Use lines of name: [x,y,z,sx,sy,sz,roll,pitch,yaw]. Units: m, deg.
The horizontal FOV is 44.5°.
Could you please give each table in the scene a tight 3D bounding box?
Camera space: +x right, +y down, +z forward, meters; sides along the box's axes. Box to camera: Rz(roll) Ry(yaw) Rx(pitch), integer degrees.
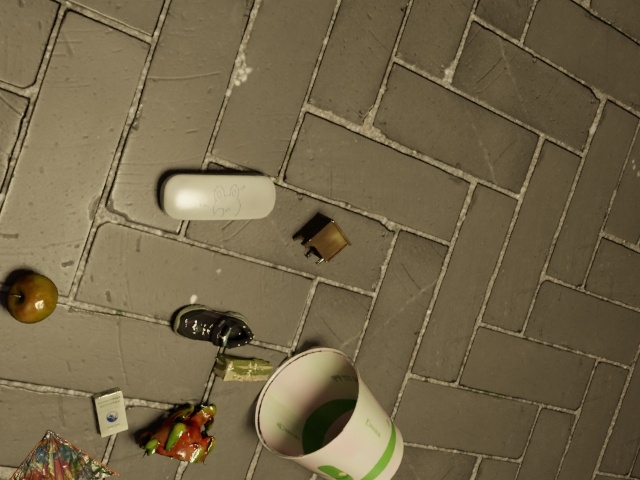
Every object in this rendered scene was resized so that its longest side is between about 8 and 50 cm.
table: [0.000,0.000,1.634,0.082,0.083,0.070,-41,116,-9]

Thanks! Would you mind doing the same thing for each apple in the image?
apple: [-0.498,0.101,1.353,0.074,0.089,0.090,32,84,-45]

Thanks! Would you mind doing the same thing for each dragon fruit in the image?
dragon fruit: [-0.276,0.388,1.548,0.142,0.138,0.175,101,13,-50]

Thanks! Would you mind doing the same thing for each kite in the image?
kite: [-0.495,0.444,1.481,0.232,0.009,0.189,-9,105,-29]

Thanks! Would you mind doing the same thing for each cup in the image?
cup: [0.034,0.398,1.668,0.253,0.253,0.274,-50,130,-11]

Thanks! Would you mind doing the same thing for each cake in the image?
cake: [-0.162,0.267,1.633,0.140,0.055,0.051,15,92,-50]

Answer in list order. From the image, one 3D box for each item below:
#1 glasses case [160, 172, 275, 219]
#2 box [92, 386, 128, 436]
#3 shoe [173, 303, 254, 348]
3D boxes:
glasses case: [-0.194,-0.086,1.509,0.233,0.059,0.092,-1,100,-32]
box: [-0.404,0.330,1.502,0.054,0.024,0.083,-14,107,-30]
shoe: [-0.201,0.179,1.543,0.169,0.099,0.071,12,98,-32]
